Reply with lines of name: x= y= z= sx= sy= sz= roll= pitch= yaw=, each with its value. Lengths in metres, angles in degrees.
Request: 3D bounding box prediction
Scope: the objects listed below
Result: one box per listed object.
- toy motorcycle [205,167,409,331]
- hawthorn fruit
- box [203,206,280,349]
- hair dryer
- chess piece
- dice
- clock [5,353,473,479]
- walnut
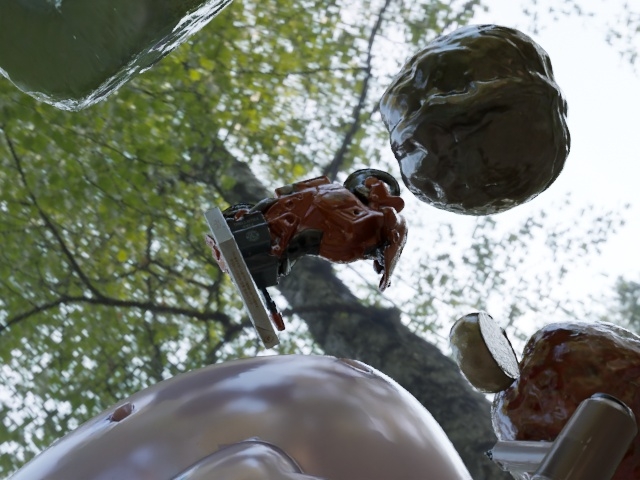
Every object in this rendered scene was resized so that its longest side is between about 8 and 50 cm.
toy motorcycle: x=0.000 y=0.000 z=1.503 sx=0.325 sy=0.221 sz=0.148 roll=-17 pitch=-36 yaw=-16
hawthorn fruit: x=0.336 y=0.223 z=1.177 sx=0.258 sy=0.262 sz=0.258 roll=-6 pitch=-52 yaw=-7
box: x=-0.097 y=0.047 z=1.219 sx=0.024 sy=0.090 sz=0.167 roll=-24 pitch=-59 yaw=-6
hair dryer: x=0.231 y=0.217 z=1.011 sx=0.064 sy=0.181 sz=0.117 roll=48 pitch=-117 yaw=-13
chess piece: x=0.163 y=0.111 z=0.980 sx=0.038 sy=0.084 sz=0.083 roll=-33 pitch=-41 yaw=26
dice: x=-0.239 y=-0.311 z=1.067 sx=0.254 sy=0.252 sz=0.250 roll=53 pitch=-149 yaw=-12
clock: x=-0.081 y=0.235 z=0.580 sx=0.376 sy=0.251 sz=0.368 roll=-19 pitch=-31 yaw=-11
walnut: x=0.207 y=-0.155 z=1.282 sx=0.248 sy=0.248 sz=0.248 roll=-17 pitch=-61 yaw=-33
